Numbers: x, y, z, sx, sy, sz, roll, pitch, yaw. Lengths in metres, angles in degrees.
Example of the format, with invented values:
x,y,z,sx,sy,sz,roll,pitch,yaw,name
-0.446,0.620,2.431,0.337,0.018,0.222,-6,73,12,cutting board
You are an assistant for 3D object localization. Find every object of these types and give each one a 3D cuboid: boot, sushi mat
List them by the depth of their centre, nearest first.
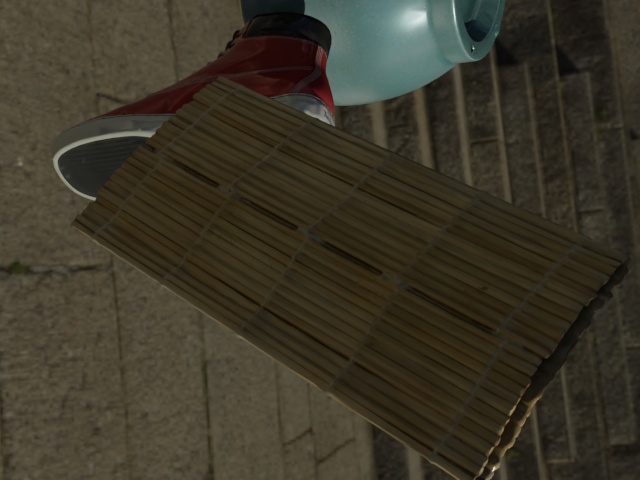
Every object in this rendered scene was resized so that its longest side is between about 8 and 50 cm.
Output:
x,y,z,sx,sy,sz,roll,pitch,yaw,name
0.000,0.000,0.521,0.151,0.317,0.019,-49,144,-19,sushi mat
-0.108,-0.125,0.795,0.088,0.244,0.176,71,13,-46,boot

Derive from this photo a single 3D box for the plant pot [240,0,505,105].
x,y,z,sx,sy,sz,roll,pitch,yaw,name
0.077,-0.274,0.923,0.293,0.196,0.293,-31,125,-57,plant pot
